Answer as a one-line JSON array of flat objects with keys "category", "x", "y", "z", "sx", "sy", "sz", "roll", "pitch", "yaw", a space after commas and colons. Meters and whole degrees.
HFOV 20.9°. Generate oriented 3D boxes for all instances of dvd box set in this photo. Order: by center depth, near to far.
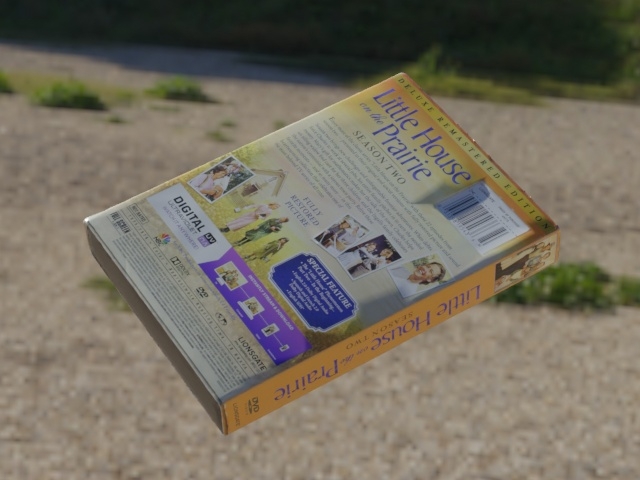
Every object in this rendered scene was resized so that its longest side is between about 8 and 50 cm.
[{"category": "dvd box set", "x": 0.000, "y": 0.000, "z": 1.865, "sx": 0.420, "sy": 0.062, "sz": 0.307, "roll": -27, "pitch": 52, "yaw": -20}]
